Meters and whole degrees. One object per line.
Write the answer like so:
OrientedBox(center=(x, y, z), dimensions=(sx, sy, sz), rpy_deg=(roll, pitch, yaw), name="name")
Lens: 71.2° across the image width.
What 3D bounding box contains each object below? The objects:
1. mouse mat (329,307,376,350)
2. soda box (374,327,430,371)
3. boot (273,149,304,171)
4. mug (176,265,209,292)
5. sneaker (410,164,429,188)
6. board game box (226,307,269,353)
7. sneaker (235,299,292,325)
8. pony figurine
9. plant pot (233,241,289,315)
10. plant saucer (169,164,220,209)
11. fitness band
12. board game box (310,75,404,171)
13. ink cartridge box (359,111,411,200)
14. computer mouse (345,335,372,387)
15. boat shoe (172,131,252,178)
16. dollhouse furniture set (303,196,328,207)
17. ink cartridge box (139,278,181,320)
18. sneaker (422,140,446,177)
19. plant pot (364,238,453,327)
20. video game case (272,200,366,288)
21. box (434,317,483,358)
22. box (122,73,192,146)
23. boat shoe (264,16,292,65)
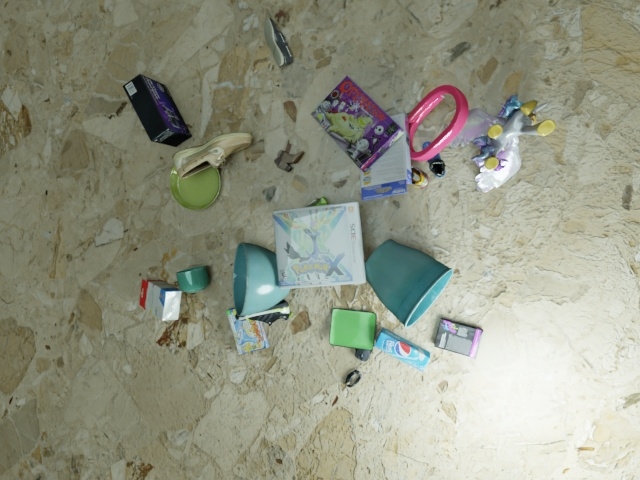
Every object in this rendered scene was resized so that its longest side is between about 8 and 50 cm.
OrientedBox(center=(0.130, 0.359, 1.811), dimensions=(0.190, 0.007, 0.152), rpy_deg=(4, 82, 19), name="mouse mat")
OrientedBox(center=(0.323, 0.428, 1.759), dimensions=(0.210, 0.071, 0.067), rpy_deg=(26, 100, 11), name="soda box")
OrientedBox(center=(-0.134, -0.342, 1.829), dimensions=(0.087, 0.042, 0.118), rpy_deg=(44, 96, 15), name="boot")
OrientedBox(center=(-0.549, 0.170, 1.936), dimensions=(0.130, 0.158, 0.097), rpy_deg=(-13, 94, -10), name="mug")
OrientedBox(center=(0.306, -0.273, 1.695), dimensions=(0.225, 0.093, 0.088), rpy_deg=(27, 101, 15), name="sneaker")
OrientedBox(center=(-0.314, 0.379, 1.931), dimensions=(0.136, 0.035, 0.201), rpy_deg=(-17, 90, 15), name="board game box")
OrientedBox(center=(-0.234, 0.319, 1.860), dimensions=(0.235, 0.084, 0.097), rpy_deg=(-11, 104, -5), name="sneaker")
OrientedBox(center=(0.614, -0.347, 1.520), dimensions=(0.351, 0.363, 0.302), rpy_deg=(-36, 93, 30), name="pony figurine")
OrientedBox(center=(-0.230, 0.154, 1.795), dimensions=(0.196, 0.290, 0.289), rpy_deg=(2, 96, -21), name="plant pot")
OrientedBox(center=(-0.538, -0.251, 1.936), dimensions=(0.241, 0.037, 0.240), rpy_deg=(1, 94, 13), name="plant saucer")
OrientedBox(center=(0.403, -0.416, 1.602), dimensions=(0.291, 0.054, 0.208), rpy_deg=(-45, 47, 41), name="fitness band")
OrientedBox(center=(0.131, -0.444, 1.689), dimensions=(0.208, 0.056, 0.346), rpy_deg=(-42, 62, 9), name="board game box")
OrientedBox(center=(0.238, -0.302, 1.659), dimensions=(0.186, 0.065, 0.310), rpy_deg=(-8, 73, 29), name="ink cartridge box")
OrientedBox(center=(0.156, 0.496, 1.821), dimensions=(0.071, 0.041, 0.241), rpy_deg=(20, 99, 11), name="computer mouse")
OrientedBox(center=(-0.434, -0.348, 1.843), dimensions=(0.341, 0.121, 0.110), rpy_deg=(-19, 83, 5), name="boat shoe")
OrientedBox(center=(0.000, 0.000, 1.763), dimensions=(0.198, 0.151, 0.301), rpy_deg=(-30, 87, 14), name="dollhouse furniture set")
OrientedBox(center=(-0.709, 0.255, 1.970), dimensions=(0.231, 0.078, 0.134), rpy_deg=(16, 99, 43), name="ink cartridge box")
OrientedBox(center=(0.424, -0.305, 1.669), dimensions=(0.058, 0.084, 0.152), rpy_deg=(-21, 89, 15), name="sneaker")
OrientedBox(center=(0.302, 0.139, 1.655), dimensions=(0.255, 0.272, 0.271), rpy_deg=(39, 102, 23), name="plant pot")
OrientedBox(center=(-0.008, 0.021, 1.661), dimensions=(0.329, 0.036, 0.299), rpy_deg=(-6, 88, 14), name="video game case")
OrientedBox(center=(0.532, 0.376, 1.725), dimensions=(0.162, 0.029, 0.115), rpy_deg=(15, 97, 11), name="box")
OrientedBox(center=(-0.679, -0.538, 1.873), dimensions=(0.103, 0.184, 0.261), rpy_deg=(-29, 87, 12), name="box")
OrientedBox(center=(-0.171, -0.801, 1.802), dimensions=(0.065, 0.075, 0.206), rpy_deg=(-17, 83, -28), name="boat shoe")
